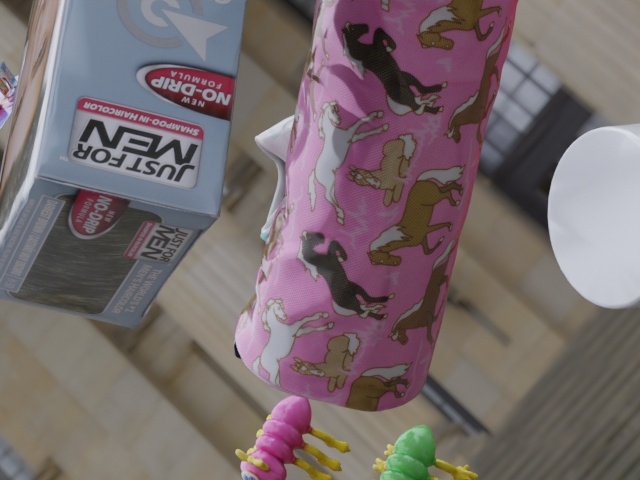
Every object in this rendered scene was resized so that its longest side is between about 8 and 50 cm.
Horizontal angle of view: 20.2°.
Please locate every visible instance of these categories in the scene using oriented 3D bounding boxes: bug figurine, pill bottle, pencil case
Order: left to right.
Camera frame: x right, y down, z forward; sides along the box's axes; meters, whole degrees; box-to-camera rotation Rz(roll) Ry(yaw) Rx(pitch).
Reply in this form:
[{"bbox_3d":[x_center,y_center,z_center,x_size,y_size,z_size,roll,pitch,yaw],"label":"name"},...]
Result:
[{"bbox_3d":[-0.008,0.232,1.459,0.216,0.279,0.072,-64,-32,-22],"label":"bug figurine"},{"bbox_3d":[0.041,-0.068,1.314,0.160,0.167,0.386,-27,-44,-52],"label":"pencil case"},{"bbox_3d":[0.258,-0.020,1.050,0.245,0.136,0.136,-4,-42,-33],"label":"pill bottle"}]

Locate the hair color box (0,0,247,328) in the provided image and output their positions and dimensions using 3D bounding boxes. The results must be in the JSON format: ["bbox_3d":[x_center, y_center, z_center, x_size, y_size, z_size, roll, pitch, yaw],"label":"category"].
[{"bbox_3d":[-0.121,-0.154,1.162,0.185,0.113,0.374,130,149,-59],"label":"hair color box"}]

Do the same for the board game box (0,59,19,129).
[{"bbox_3d":[-0.341,-0.114,1.695,0.133,0.033,0.169,-28,24,26],"label":"board game box"}]

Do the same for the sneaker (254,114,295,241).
[{"bbox_3d":[0.000,0.000,1.480,0.094,0.212,0.080,-17,8,-14],"label":"sneaker"}]
